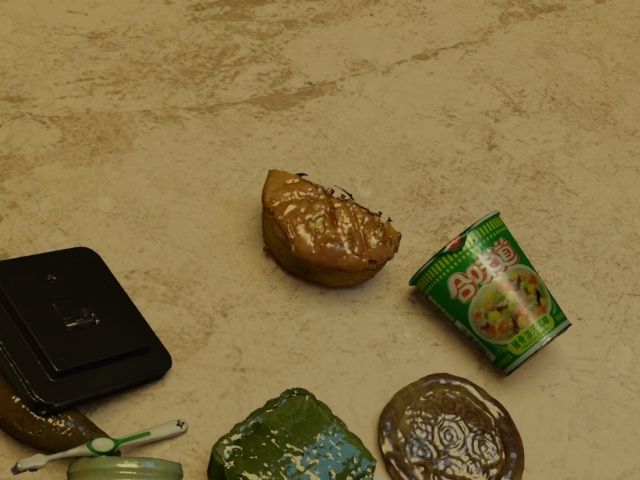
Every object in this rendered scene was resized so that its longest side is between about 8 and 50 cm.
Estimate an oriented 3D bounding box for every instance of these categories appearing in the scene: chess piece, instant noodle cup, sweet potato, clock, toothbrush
[{"bbox_3d":[-0.275,0.456,1.577,0.175,0.176,0.298,2,69,-13],"label":"chess piece"},{"bbox_3d":[0.298,0.100,1.937,0.207,0.207,0.233,-31,77,-30],"label":"instant noodle cup"},{"bbox_3d":[-0.438,0.236,1.701,0.310,0.098,0.124,45,50,12],"label":"sweet potato"},{"bbox_3d":[-0.391,0.125,1.752,0.278,0.049,0.273,-13,57,-51],"label":"clock"},{"bbox_3d":[-0.314,0.301,1.668,0.303,0.030,0.030,-7,56,-44],"label":"toothbrush"}]

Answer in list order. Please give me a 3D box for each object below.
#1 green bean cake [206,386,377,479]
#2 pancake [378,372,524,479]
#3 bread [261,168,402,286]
[{"bbox_3d":[-0.044,0.345,1.717,0.200,0.113,0.214,44,58,15],"label":"green bean cake"},{"bbox_3d":[0.215,0.325,1.850,0.250,0.031,0.250,7,55,-9],"label":"pancake"},{"bbox_3d":[-0.003,-0.003,1.946,0.260,0.160,0.147,27,62,0],"label":"bread"}]
